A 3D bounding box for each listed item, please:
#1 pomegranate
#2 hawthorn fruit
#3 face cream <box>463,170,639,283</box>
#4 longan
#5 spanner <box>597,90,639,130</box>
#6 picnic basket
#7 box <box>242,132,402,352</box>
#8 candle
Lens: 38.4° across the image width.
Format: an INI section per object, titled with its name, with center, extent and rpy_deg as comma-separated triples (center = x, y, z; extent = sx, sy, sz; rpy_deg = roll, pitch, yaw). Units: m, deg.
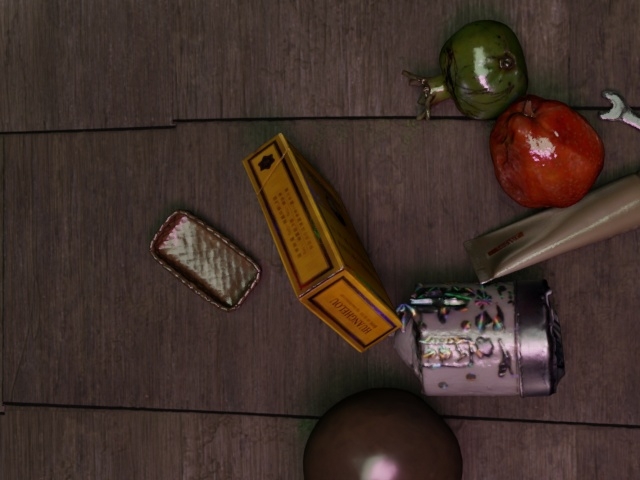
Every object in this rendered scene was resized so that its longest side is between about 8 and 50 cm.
[pomegranate]
center = 0.227, -0.259, 1.447
extent = 0.191, 0.131, 0.152
rpy_deg = -13, 92, 18
[hawthorn fruit]
center = 0.343, -0.139, 1.405
extent = 0.173, 0.173, 0.179
rpy_deg = -36, 99, 9
[face cream]
center = 0.397, -0.026, 1.434
extent = 0.341, 0.137, 0.084
rpy_deg = -21, 117, 7
[longan]
center = 0.087, 0.360, 1.399
extent = 0.243, 0.300, 0.300
rpy_deg = 20, 95, 25
[spanner]
center = 0.550, -0.159, 1.448
extent = 0.254, 0.015, 0.054
rpy_deg = 33, 99, 8
[picnic basket]
center = -0.193, 0.033, 1.565
extent = 0.193, 0.055, 0.110
rpy_deg = 38, 96, 8
[box]
center = 0.000, 0.000, 1.389
extent = 0.084, 0.193, 0.301
rpy_deg = -33, 48, 10
[candle]
center = 0.212, 0.151, 1.435
extent = 0.330, 0.187, 0.187
rpy_deg = -1, 91, 12
